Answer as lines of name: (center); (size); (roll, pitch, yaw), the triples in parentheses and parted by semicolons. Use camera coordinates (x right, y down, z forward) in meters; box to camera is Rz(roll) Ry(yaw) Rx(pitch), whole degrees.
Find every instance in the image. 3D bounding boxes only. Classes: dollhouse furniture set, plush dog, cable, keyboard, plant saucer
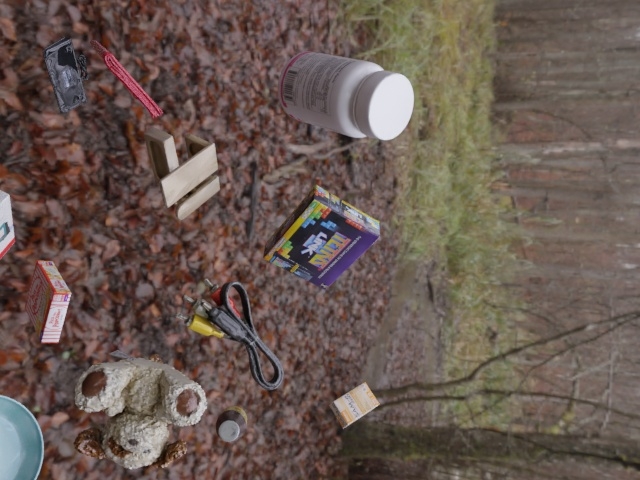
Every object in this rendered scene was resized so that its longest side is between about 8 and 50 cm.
dollhouse furniture set: (-0.277, -0.110, 0.969); (0.123, 0.151, 0.144); (-47, 154, -36)
plush dog: (-0.392, 0.376, 1.182); (0.210, 0.263, 0.225); (-165, -90, -77)
cable: (-0.173, 0.198, 1.197); (0.287, 0.072, 0.139); (50, 63, -25)
keyboard: (-0.607, -0.401, 1.326); (0.108, 0.023, 0.180); (-48, 162, -35)
plant saucer: (-0.336, 0.213, 0.539); (0.119, 0.021, 0.119); (33, 46, -43)

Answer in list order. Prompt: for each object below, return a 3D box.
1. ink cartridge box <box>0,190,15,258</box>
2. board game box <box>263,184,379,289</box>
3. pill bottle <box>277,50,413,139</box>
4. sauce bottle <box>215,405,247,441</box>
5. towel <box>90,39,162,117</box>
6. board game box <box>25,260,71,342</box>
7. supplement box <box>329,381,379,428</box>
ink cartridge box: (-0.729, -0.035, 1.152); (0.231, 0.134, 0.078); (-54, -169, 50)
board game box: (0.000, 0.000, 0.990); (0.170, 0.141, 0.048); (-48, -157, 35)
pill bottle: (0.052, -0.314, 1.195); (0.160, 0.283, 0.160); (-22, 125, -35)
sauce bottle: (-0.118, 0.246, 0.732); (0.128, 0.042, 0.042); (128, -28, -77)
towel: (-0.518, -0.428, 1.446); (0.031, 0.275, 0.199); (-42, 127, -5)
board game box: (-0.722, 0.159, 1.452); (0.045, 0.194, 0.146); (9, 106, -42)
supplement box: (0.078, 0.381, 1.272); (0.099, 0.062, 0.036); (-23, 159, -31)
